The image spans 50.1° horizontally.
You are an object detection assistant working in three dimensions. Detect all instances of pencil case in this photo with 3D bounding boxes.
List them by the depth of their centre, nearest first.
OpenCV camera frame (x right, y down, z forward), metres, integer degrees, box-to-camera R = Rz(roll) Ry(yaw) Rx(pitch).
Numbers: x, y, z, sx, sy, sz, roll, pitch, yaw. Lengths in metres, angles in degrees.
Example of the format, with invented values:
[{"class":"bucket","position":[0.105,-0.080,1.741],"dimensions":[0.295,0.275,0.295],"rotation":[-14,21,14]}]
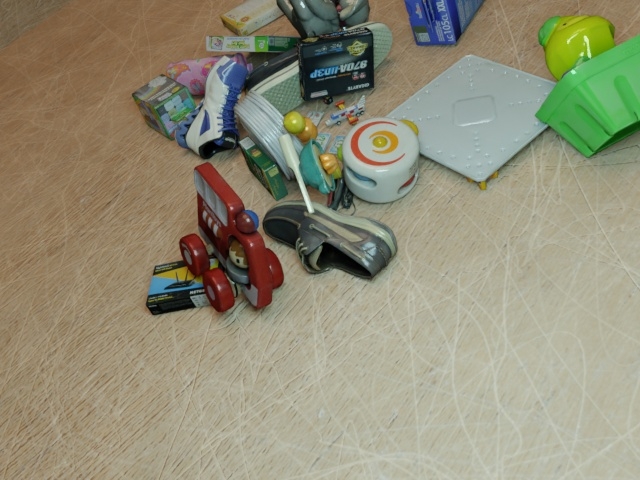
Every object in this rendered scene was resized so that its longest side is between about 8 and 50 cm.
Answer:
[{"class":"pencil case","position":[-0.376,-0.558,2.301],"dimensions":[0.284,0.124,0.124],"rotation":[-5,46,17]}]

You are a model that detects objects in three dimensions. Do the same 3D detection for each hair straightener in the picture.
[{"class":"hair straightener","position":[0.062,-0.136,1.761],"dimensions":[0.089,0.047,0.230],"rotation":[-4,46,18]}]

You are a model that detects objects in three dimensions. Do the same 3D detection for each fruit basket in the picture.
[{"class":"fruit basket","position":[0.671,-0.426,1.616],"dimensions":[0.392,0.283,0.392],"rotation":[0,76,-1]}]

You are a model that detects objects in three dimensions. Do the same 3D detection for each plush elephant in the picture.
[{"class":"plush elephant","position":[0.039,-0.757,2.213],"dimensions":[0.255,0.330,0.272],"rotation":[-32,-1,-5]}]

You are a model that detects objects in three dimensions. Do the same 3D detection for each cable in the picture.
[{"class":"cable","position":[-0.128,-0.279,1.829],"dimensions":[0.089,0.257,0.257],"rotation":[-40,51,-2]}]

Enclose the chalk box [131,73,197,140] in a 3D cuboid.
[{"class":"chalk box","position":[-0.481,-0.422,2.199],"dimensions":[0.132,0.132,0.213],"rotation":[-39,47,-19]}]

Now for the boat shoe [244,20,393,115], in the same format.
[{"class":"boat shoe","position":[-0.017,-0.541,2.096],"dimensions":[0.500,0.187,0.156],"rotation":[-28,51,1]}]

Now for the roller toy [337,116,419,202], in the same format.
[{"class":"roller toy","position":[0.152,-0.204,1.697],"dimensions":[0.209,0.146,0.191],"rotation":[-10,57,-1]}]

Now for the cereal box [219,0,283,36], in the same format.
[{"class":"cereal box","position":[-0.242,-0.867,2.599],"dimensions":[0.240,0.047,0.173],"rotation":[-33,45,-12]}]

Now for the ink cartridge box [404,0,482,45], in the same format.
[{"class":"ink cartridge box","position":[0.376,-0.793,2.121],"dimensions":[0.151,0.270,0.395],"rotation":[9,52,35]}]

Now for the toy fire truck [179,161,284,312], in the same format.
[{"class":"toy fire truck","position":[-0.202,-0.002,1.548],"dimensions":[0.169,0.254,0.302],"rotation":[-23,51,-25]}]

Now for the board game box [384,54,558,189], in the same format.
[{"class":"board game box","position":[0.408,-0.325,1.809],"dimensions":[0.390,0.050,0.390],"rotation":[-39,46,-17]}]

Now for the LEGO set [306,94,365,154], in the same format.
[{"class":"LEGO set","position":[0.022,-0.349,1.983],"dimensions":[0.182,0.060,0.244],"rotation":[8,50,23]}]

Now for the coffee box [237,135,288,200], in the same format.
[{"class":"coffee box","position":[-0.159,-0.198,1.864],"dimensions":[0.040,0.113,0.184],"rotation":[-31,46,-11]}]

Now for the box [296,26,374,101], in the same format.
[{"class":"box","position":[0.045,-0.512,1.990],"dimensions":[0.220,0.175,0.051],"rotation":[-13,37,-13]}]

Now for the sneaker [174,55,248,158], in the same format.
[{"class":"sneaker","position":[-0.287,-0.366,2.033],"dimensions":[0.182,0.127,0.315],"rotation":[43,107,31]}]

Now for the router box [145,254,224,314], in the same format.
[{"class":"router box","position":[-0.329,0.106,1.679],"dimensions":[0.178,0.046,0.133],"rotation":[-11,44,11]}]

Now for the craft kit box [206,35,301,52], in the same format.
[{"class":"craft kit box","position":[-0.209,-0.654,2.282],"dimensions":[0.246,0.061,0.250],"rotation":[12,19,28]}]

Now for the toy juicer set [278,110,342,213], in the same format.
[{"class":"toy juicer set","position":[-0.017,-0.208,1.611],"dimensions":[0.089,0.209,0.329],"rotation":[-21,15,14]}]

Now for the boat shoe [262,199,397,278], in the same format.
[{"class":"boat shoe","position":[0.000,0.000,1.593],"dimensions":[0.355,0.132,0.130],"rotation":[11,52,31]}]
